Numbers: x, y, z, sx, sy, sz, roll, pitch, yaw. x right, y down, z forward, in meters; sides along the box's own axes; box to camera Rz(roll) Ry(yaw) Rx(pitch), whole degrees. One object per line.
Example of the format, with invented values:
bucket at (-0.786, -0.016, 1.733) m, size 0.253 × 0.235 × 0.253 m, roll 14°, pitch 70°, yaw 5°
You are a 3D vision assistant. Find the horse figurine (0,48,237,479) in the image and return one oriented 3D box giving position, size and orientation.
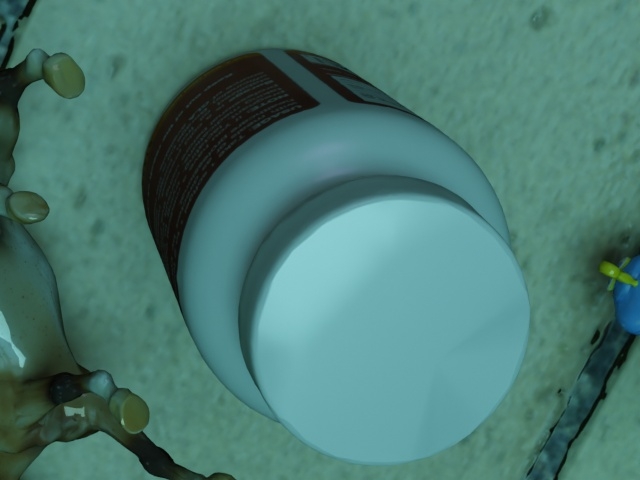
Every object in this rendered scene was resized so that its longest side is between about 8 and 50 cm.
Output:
horse figurine at (-0.130, 0.019, 0.553) m, size 0.066 × 0.174 × 0.263 m, roll -33°, pitch 110°, yaw -36°

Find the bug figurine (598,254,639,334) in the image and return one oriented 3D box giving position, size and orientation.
bug figurine at (0.260, -0.026, 0.657) m, size 0.216 × 0.072 × 0.279 m, roll 30°, pitch 93°, yaw -25°

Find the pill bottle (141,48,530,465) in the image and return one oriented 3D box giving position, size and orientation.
pill bottle at (0.000, 0.000, 0.527) m, size 0.121 × 0.216 × 0.121 m, roll -3°, pitch 107°, yaw -12°
